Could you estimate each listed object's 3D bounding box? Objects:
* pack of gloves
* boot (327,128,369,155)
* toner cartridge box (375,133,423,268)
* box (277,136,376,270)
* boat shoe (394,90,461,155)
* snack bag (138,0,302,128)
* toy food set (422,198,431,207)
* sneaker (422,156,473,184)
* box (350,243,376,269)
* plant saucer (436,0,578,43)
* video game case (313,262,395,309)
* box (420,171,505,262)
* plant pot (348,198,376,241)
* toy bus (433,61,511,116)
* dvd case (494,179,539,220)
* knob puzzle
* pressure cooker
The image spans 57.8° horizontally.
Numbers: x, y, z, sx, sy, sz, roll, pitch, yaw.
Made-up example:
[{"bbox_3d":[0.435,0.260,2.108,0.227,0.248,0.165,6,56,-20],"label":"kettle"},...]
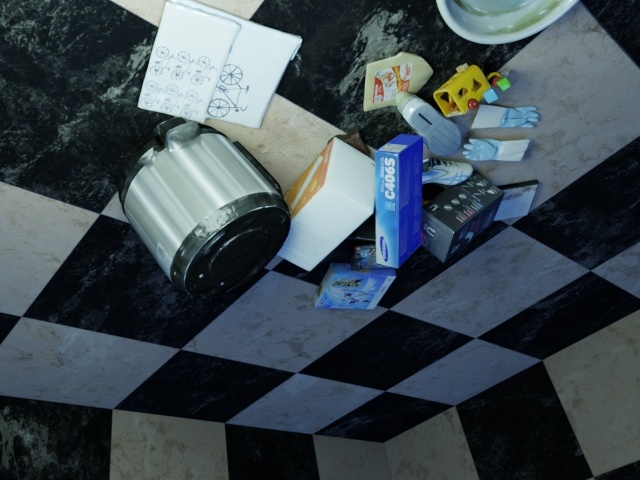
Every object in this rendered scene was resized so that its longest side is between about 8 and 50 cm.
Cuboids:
[{"bbox_3d":[0.555,-0.341,1.807,0.231,0.046,0.195,-2,131,-18],"label":"pack of gloves"},{"bbox_3d":[0.086,-0.278,1.747,0.106,0.037,0.114,-19,147,12],"label":"boot"},{"bbox_3d":[0.226,-0.113,1.659,0.075,0.165,0.348,14,122,31],"label":"toner cartridge box"},{"bbox_3d":[0.004,-0.101,1.743,0.168,0.215,0.345,29,135,-18],"label":"box"},{"bbox_3d":[0.317,-0.343,1.675,0.109,0.094,0.302,-40,145,16],"label":"boat shoe"},{"bbox_3d":[-0.256,-0.421,1.458,0.342,0.037,0.323,9,138,-27],"label":"snack bag"},{"bbox_3d":[0.292,-0.083,1.992,0.104,0.111,0.232,-1,142,-14],"label":"toy food set"},{"bbox_3d":[0.385,-0.228,1.857,0.237,0.085,0.086,-6,135,-14],"label":"sneaker"},{"bbox_3d":[0.196,0.061,2.127,0.159,0.044,0.233,-4,166,-3],"label":"box"},{"bbox_3d":[0.443,-0.646,1.313,0.400,0.101,0.401,-8,143,-6],"label":"plant saucer"},{"bbox_3d":[0.134,0.189,2.344,0.269,0.061,0.244,4,139,-20],"label":"video game case"},{"bbox_3d":[0.455,-0.082,1.918,0.270,0.143,0.165,-35,150,-27],"label":"box"},{"bbox_3d":[0.169,-0.081,1.883,0.187,0.167,0.188,6,178,-22],"label":"plant pot"},{"bbox_3d":[0.406,-0.428,1.577,0.190,0.202,0.104,-28,110,30],"label":"toy bus"},{"bbox_3d":[0.650,-0.134,2.102,0.252,0.022,0.180,-10,143,-3],"label":"dvd case"},{"bbox_3d":[0.210,-0.440,1.568,0.213,0.030,0.213,-15,151,-9],"label":"knob puzzle"},{"bbox_3d":[-0.329,-0.106,1.558,0.370,0.420,0.375,-49,156,15],"label":"pressure cooker"}]
